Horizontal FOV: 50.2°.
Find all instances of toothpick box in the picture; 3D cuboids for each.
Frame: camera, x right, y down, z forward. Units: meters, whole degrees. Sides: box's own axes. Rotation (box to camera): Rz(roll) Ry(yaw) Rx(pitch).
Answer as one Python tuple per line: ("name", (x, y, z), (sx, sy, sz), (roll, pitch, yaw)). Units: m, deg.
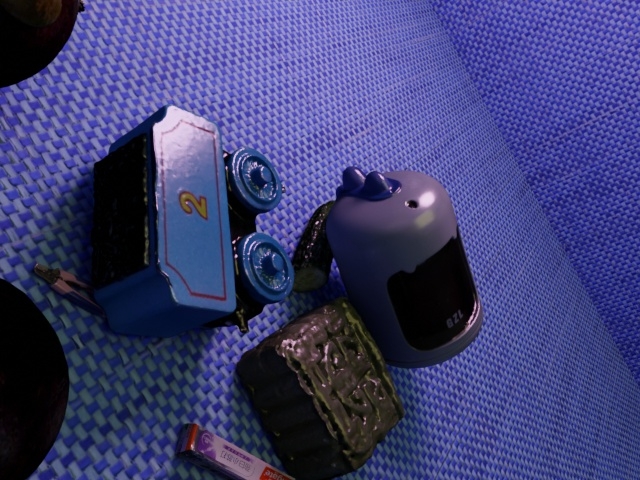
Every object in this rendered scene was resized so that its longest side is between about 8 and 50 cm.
("toothpick box", (0.137, 0.027, 1.250), (0.263, 0.262, 0.355), (-64, 140, -50))

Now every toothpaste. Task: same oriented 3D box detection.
("toothpaste", (-0.115, 0.315, 0.959), (0.196, 0.040, 0.047), (41, 42, -31))

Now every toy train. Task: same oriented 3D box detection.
("toy train", (-0.183, -0.010, 0.959), (0.265, 0.188, 0.301), (17, 58, -48))

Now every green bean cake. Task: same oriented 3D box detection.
("green bean cake", (0.014, 0.236, 1.111), (0.255, 0.132, 0.241), (-24, 84, -56))

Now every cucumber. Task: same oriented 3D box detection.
("cucumber", (0.000, -0.001, 1.304), (0.077, 0.077, 0.265), (47, 35, -23))

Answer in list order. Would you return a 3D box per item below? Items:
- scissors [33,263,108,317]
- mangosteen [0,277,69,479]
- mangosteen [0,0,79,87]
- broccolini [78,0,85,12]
("scissors", (-0.318, 0.060, 0.882), (0.113, 0.012, 0.039), (37, 41, -34))
("mangosteen", (-0.354, 0.165, 0.575), (0.275, 0.274, 0.303), (6, 90, -52))
("mangosteen", (-0.403, -0.311, 0.781), (0.288, 0.288, 0.288), (32, 45, -38))
("broccolini", (-0.421, -0.413, 1.055), (0.074, 0.058, 0.201), (32, 27, -58))
